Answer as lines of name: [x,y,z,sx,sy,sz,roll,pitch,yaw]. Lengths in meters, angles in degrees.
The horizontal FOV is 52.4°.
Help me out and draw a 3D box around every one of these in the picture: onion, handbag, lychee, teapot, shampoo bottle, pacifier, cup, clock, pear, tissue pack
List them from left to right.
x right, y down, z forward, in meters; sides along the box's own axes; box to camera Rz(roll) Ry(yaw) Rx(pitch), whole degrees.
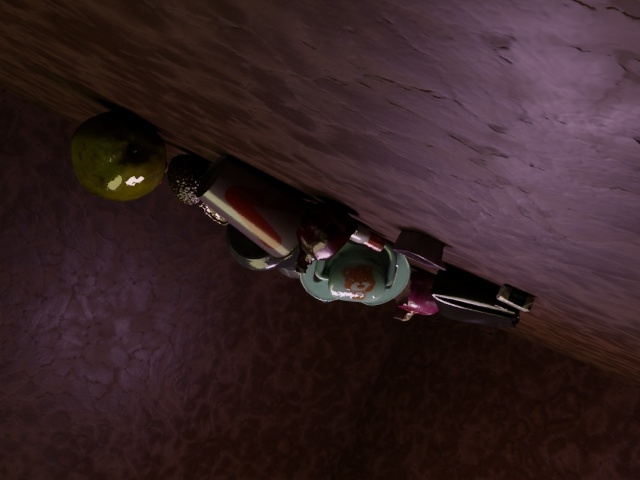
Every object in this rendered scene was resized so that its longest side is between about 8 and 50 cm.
pear: [-0.572,-0.236,1.849,0.269,0.268,0.321,27,163,-26]
lychee: [-0.416,-0.201,2.087,0.171,0.171,0.171,25,177,1]
cup: [-0.177,-0.096,1.751,0.289,0.203,0.203,34,174,-25]
teapot: [-0.147,-0.021,2.164,0.344,0.254,0.299,36,-146,-66]
onion: [-0.010,-0.012,1.652,0.135,0.198,0.173,48,176,2]
shampoo bottle: [0.082,-0.032,1.819,0.221,0.051,0.108,26,176,-19]
pacifier: [0.104,0.056,2.022,0.344,0.288,0.269,6,-145,-12]
onion: [0.376,0.198,2.411,0.201,0.200,0.207,25,145,3]
clock: [0.236,0.022,1.511,0.110,0.050,0.153,26,177,-11]
handbag: [0.456,0.179,1.889,0.257,0.113,0.285,18,168,20]
tissue pack: [0.496,0.148,1.655,0.083,0.042,0.062,25,179,9]

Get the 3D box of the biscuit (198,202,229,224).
biscuit: [-0.241,-0.127,1.896,0.274,0.036,0.187,-14,146,29]

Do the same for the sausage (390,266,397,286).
sausage: [0.246,0.117,2.611,0.275,0.105,0.105,27,177,-27]

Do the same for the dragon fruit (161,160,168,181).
dragon fruit: [-0.608,-0.263,2.160,0.199,0.218,0.273,-1,-178,-12]
